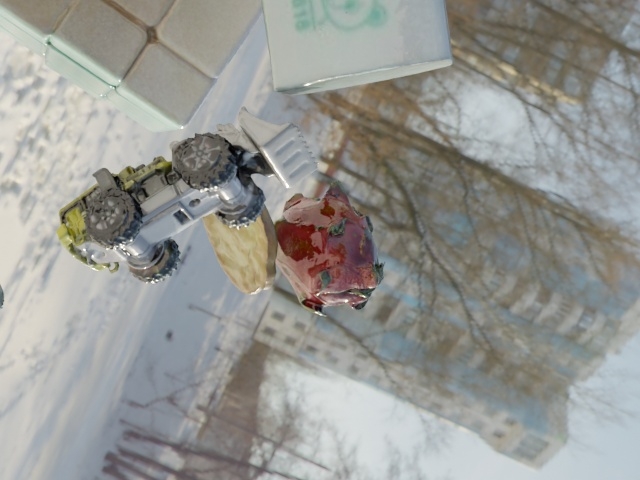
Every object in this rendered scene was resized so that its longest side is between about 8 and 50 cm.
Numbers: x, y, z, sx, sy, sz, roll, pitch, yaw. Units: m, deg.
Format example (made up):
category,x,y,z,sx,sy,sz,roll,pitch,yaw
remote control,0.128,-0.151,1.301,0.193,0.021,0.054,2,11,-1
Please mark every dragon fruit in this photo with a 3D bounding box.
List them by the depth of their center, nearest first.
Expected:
category,x,y,z,sx,sy,sz,roll,pitch,yaw
dragon fruit,0.020,0.005,1.563,0.269,0.200,0.198,-66,176,-66

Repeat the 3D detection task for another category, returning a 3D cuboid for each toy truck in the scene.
category,x,y,z,sx,sy,sz,roll,pitch,yaw
toy truck,-0.150,-0.057,1.018,0.286,0.111,0.136,-29,152,2

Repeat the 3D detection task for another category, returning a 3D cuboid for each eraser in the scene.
category,x,y,z,sx,sy,sz,roll,pitch,yaw
eraser,0.024,-0.308,0.950,0.104,0.189,0.290,-28,109,-79

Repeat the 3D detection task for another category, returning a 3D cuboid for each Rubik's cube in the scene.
category,x,y,z,sx,sy,sz,roll,pitch,yaw
Rubik's cube,-0.262,-0.366,1.324,0.319,0.316,0.322,-57,-164,-5

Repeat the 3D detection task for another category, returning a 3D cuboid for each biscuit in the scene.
category,x,y,z,sx,sy,sz,roll,pitch,yaw
biscuit,-0.135,-0.035,1.442,0.041,0.260,0.203,-18,149,-25

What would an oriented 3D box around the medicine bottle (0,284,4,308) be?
category,x,y,z,sx,sy,sz,roll,pitch,yaw
medicine bottle,-0.624,0.033,1.630,0.053,0.208,0.090,-21,-154,1
